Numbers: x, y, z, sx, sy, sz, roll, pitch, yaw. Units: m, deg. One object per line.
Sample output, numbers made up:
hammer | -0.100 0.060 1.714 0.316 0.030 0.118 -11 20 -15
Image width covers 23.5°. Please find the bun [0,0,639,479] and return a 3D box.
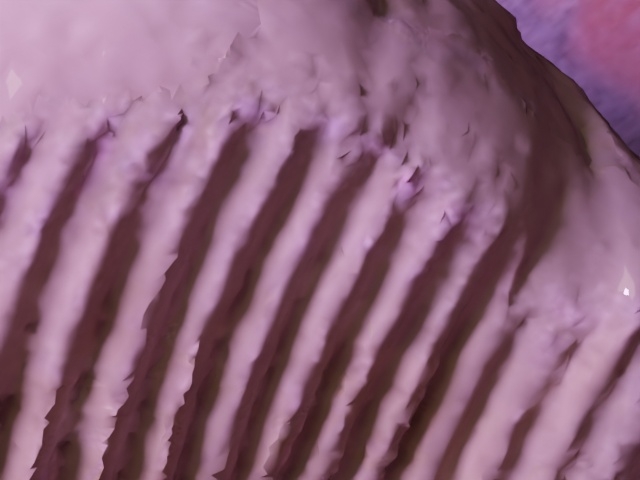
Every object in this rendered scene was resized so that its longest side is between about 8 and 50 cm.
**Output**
bun | -0.069 0.040 0.535 0.365 0.365 0.219 -37 26 6
